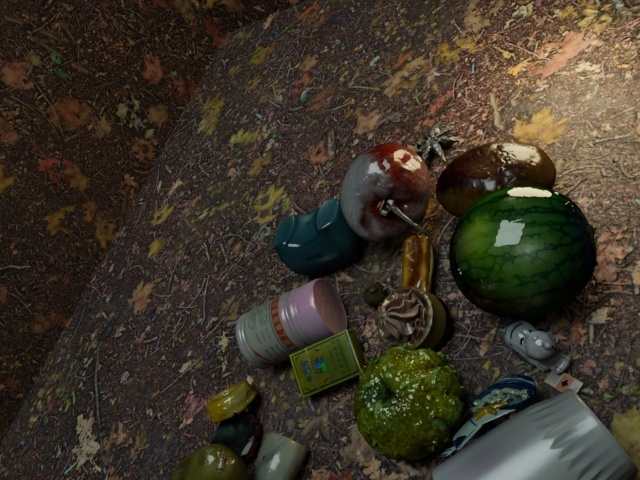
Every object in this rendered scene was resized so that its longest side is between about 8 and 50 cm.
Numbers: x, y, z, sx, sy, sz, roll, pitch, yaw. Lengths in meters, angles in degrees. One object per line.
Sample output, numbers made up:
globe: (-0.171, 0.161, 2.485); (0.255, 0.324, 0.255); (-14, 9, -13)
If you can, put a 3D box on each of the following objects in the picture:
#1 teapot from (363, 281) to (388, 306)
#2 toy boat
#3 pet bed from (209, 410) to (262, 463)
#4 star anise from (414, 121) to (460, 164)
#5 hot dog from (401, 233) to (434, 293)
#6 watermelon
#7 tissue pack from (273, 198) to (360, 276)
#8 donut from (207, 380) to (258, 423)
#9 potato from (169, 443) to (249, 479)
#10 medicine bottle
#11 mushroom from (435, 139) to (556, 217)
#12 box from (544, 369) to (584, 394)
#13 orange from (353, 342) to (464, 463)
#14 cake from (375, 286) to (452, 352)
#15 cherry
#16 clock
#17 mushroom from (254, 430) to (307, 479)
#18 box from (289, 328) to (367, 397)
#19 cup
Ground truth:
teapot: (0.182, 0.184, 1.965); (0.080, 0.085, 0.110); (-36, 59, 16)
toy boat: (0.381, 0.422, 1.473); (0.291, 0.067, 0.220); (-35, -4, -35)
pet bed: (-0.271, 0.636, 2.014); (0.201, 0.053, 0.201); (-25, 44, 27)
star anise: (0.403, -0.339, 2.218); (0.204, 0.061, 0.180); (-51, 38, -6)
hot dog: (0.301, 0.089, 1.939); (0.100, 0.068, 0.250); (-7, 54, 23)
watermelon: (0.506, 0.025, 1.594); (0.363, 0.363, 0.363); (-25, 43, 26)
tissue pack: (0.000, 0.000, 2.201); (0.287, 0.206, 0.198); (-22, 36, 26)
donut: (-0.294, 0.522, 2.075); (0.178, 0.065, 0.162); (-30, 8, 13)
potato: (-0.316, 0.706, 1.828); (0.218, 0.202, 0.351); (63, 141, 36)
medicine bottle: (-0.095, 0.271, 2.044); (0.315, 0.202, 0.202); (-28, 42, 23)
mushroom: (0.514, -0.176, 1.859); (0.345, 0.239, 0.345); (-6, 51, 7)
box: (0.579, 0.340, 1.506); (0.046, 0.012, 0.083); (-51, 38, -7)
orange: (0.219, 0.413, 1.616); (0.301, 0.223, 0.300); (-2, 61, 41)
cake: (0.242, 0.218, 1.758); (0.207, 0.178, 0.185); (5, 79, 36)
cherry: (0.211, -0.149, 2.064); (0.335, 0.291, 0.326); (144, 146, -86)
clock: (0.516, 0.247, 1.552); (0.080, 0.117, 0.176); (-48, 31, -6)
mushroom: (-0.145, 0.707, 1.804); (0.159, 0.122, 0.329); (127, 167, -64)
box: (0.024, 0.373, 1.916); (0.220, 0.064, 0.141); (-28, 70, 21)
cup: (0.436, 0.497, 1.312); (0.371, 0.253, 0.253); (-39, 39, 8)
